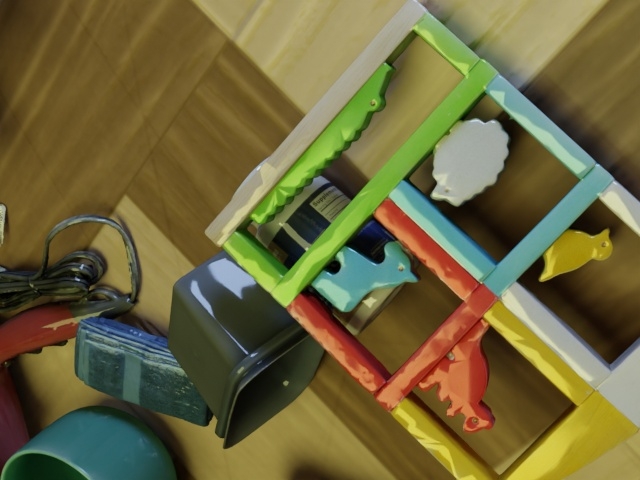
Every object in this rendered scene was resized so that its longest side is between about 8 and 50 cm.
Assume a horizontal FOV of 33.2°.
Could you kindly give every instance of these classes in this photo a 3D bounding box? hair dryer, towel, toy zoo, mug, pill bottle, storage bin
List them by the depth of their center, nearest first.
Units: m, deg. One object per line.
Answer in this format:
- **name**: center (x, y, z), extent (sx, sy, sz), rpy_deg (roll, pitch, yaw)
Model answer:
- **toy zoo**: center (0.098, 0.026, 0.634), extent (0.293, 0.030, 0.192), rpy_deg (44, 102, 7)
- **pill bottle**: center (0.000, 0.000, 0.706), extent (0.120, 0.067, 0.067), rpy_deg (41, 126, 9)
- **storage bin**: center (-0.053, 0.067, 0.754), extent (0.091, 0.098, 0.135), rpy_deg (48, 153, 16)
- **towel**: center (-0.137, 0.105, 0.847), extent (0.119, 0.029, 0.067), rpy_deg (17, 122, 9)
- **mug**: center (-0.180, 0.215, 0.896), extent (0.129, 0.097, 0.158), rpy_deg (-3, 112, 31)
- **hair dryer**: center (-0.272, 0.087, 0.905), extent (0.223, 0.080, 0.294), rpy_deg (23, 122, 20)
